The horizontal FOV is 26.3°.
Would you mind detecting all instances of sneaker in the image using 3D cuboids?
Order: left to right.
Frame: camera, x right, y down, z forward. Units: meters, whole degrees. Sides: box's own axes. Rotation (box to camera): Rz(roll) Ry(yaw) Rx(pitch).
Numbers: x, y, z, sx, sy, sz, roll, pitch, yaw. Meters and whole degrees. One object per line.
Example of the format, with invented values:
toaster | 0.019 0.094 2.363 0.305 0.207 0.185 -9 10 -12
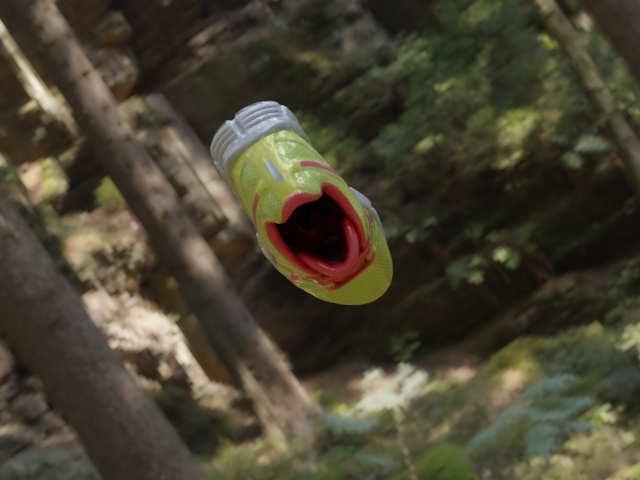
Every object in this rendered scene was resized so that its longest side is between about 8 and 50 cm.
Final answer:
sneaker | 0.000 0.000 0.912 0.081 0.094 0.208 -39 -38 4
